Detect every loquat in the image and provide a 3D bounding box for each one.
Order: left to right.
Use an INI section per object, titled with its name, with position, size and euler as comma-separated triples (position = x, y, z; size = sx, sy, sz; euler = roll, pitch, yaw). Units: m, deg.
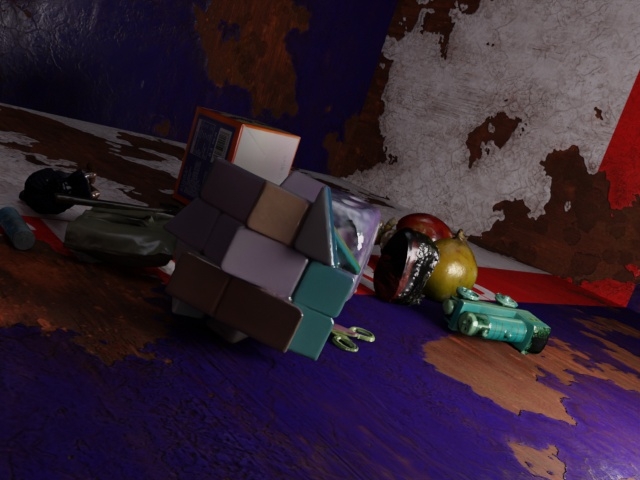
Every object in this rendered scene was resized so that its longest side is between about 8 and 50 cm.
[loquat]
position = 0.410, 0.078, 2.099
size = 0.214, 0.246, 0.213
euler = 21, 13, -5

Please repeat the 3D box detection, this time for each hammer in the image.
[hammer]
position = -0.481, -0.085, 1.565
size = 0.297, 0.026, 0.125
euler = 5, 9, -23

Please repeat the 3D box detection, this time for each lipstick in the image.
[lipstick]
position = -0.672, -0.028, 1.435
size = 0.048, 0.048, 0.158
euler = 8, 16, -40

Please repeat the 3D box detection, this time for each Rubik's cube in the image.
[Rubik's cube]
position = -0.095, 0.035, 1.312
size = 0.368, 0.358, 0.387
euler = 29, 5, 38

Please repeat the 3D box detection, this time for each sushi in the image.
[sushi]
position = 0.250, 0.076, 1.906
size = 0.126, 0.225, 0.136
euler = 10, 14, -40

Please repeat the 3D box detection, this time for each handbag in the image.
[handbag]
position = -0.451, -0.010, 1.548
size = 0.253, 0.109, 0.316
euler = 12, 13, -6

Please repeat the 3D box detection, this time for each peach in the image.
[peach]
position = 0.403, -0.005, 2.502
size = 0.244, 0.243, 0.199
euler = 22, 55, 20

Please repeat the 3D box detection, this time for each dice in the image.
[dice]
position = 0.000, 0.000, 1.770
size = 0.270, 0.270, 0.271
euler = 20, 12, 10

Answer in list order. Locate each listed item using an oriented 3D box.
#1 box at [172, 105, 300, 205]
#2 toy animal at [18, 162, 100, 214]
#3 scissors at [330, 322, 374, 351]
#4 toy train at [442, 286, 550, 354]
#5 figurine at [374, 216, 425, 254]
[box]
position = -0.305, -0.265, 2.336
size = 0.257, 0.348, 0.319
euler = 26, 15, 32
[toy animal]
position = -0.662, -0.129, 1.666
size = 0.186, 0.122, 0.298
euler = -10, 13, -30
[scissors]
position = 0.024, 0.201, 1.502
size = 0.187, 0.019, 0.134
euler = 25, 18, 25
[toy train]
position = 0.491, 0.229, 1.852
size = 0.298, 0.120, 0.194
euler = 11, 18, -30
[figurine]
position = 0.260, 0.011, 2.363
size = 0.257, 0.167, 0.192
euler = 29, 42, 34
